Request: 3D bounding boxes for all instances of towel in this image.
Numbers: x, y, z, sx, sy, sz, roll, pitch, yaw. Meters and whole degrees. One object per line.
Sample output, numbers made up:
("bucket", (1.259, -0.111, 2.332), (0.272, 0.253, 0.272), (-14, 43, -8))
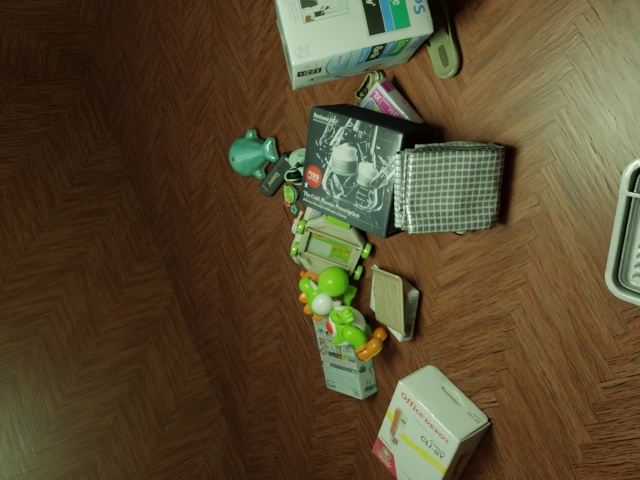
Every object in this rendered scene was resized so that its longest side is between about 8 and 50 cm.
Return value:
("towel", (0.341, -0.138, 1.537), (0.121, 0.283, 0.235), (-114, 21, -65))

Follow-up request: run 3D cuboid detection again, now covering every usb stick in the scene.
("usb stick", (-0.175, -0.266, 2.362), (0.077, 0.045, 0.278), (36, 142, -9))

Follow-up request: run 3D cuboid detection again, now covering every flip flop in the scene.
("flip flop", (0.302, -0.576, 1.591), (0.112, 0.080, 0.277), (-20, 87, 54))

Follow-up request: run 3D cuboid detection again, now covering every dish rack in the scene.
("dish rack", (0.767, -0.001, 1.207), (0.285, 0.072, 0.333), (23, 121, 46))

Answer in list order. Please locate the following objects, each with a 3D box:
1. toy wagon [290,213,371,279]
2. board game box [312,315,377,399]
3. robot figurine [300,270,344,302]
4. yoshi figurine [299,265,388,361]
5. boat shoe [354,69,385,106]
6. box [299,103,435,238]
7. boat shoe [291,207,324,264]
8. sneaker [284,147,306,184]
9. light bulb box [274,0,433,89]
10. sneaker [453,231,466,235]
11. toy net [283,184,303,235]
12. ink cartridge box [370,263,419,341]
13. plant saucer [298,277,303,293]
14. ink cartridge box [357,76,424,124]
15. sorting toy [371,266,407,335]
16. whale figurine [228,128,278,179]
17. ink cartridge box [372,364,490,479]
("toy wagon", (0.046, 0.003, 2.045), (0.267, 0.068, 0.344), (20, 134, 2))
("board game box", (0.096, 0.439, 2.250), (0.224, 0.097, 0.303), (1, 106, 52))
("robot figurine", (0.013, 0.180, 2.231), (0.219, 0.158, 0.128), (47, 168, 32))
("yoshi figurine", (0.093, 0.233, 2.039), (0.362, 0.203, 0.203), (44, 150, 2))
("boat shoe", (0.138, -0.465, 1.859), (0.068, 0.072, 0.190), (51, 139, 28))
("box", (0.129, -0.219, 1.732), (0.343, 0.179, 0.313), (24, 117, 35))
("boat shoe", (0.000, 0.000, 2.182), (0.158, 0.127, 0.340), (42, 137, 24))
("sneaker", (-0.081, -0.264, 2.049), (0.256, 0.151, 0.094), (28, 127, 52))
("light bulb box", (0.073, -0.580, 1.549), (0.358, 0.361, 0.225), (-112, 8, -85))
("sneaker", (0.355, -0.057, 1.736), (0.217, 0.079, 0.121), (52, 143, 39))
("toy net", (-0.116, -0.110, 2.358), (0.122, 0.045, 0.232), (7, 109, 52))
("ink cartridge box", (0.253, 0.208, 2.007), (0.232, 0.066, 0.189), (-126, 35, -59))
("plant saucer", (-0.068, 0.195, 2.439), (0.083, 0.015, 0.083), (24, 121, 47))
("ink cartridge box", (0.174, -0.341, 1.841), (0.186, 0.065, 0.311), (51, 143, 7))
("sorting toy", (0.234, 0.199, 1.938), (0.193, 0.038, 0.208), (-161, 61, -67))
("whale figurine", (-0.283, -0.356, 2.402), (0.272, 0.141, 0.216), (0, 103, 52))
("ink cartridge box", (0.355, 0.655, 1.932), (0.279, 0.160, 0.385), (42, 134, 36))
